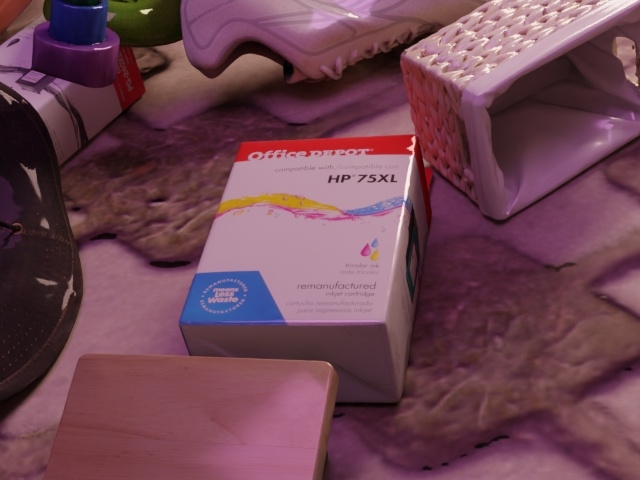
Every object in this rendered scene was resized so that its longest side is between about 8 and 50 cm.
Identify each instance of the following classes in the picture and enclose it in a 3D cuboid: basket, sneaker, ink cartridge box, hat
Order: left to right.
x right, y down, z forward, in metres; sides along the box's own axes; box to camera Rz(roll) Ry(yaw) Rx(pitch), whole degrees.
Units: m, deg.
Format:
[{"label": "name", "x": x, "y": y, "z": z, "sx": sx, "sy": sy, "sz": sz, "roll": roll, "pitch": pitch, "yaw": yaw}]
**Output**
[{"label": "hat", "x": -0.333, "y": -0.004, "z": 0.885, "sx": 0.134, "sy": 0.331, "sz": 0.331, "roll": -38, "pitch": 26, "yaw": 38}, {"label": "ink cartridge box", "x": -0.243, "y": -0.122, "z": 1.064, "sx": 0.109, "sy": 0.063, "sz": 0.150, "roll": 19, "pitch": 50, "yaw": 31}, {"label": "ink cartridge box", "x": 0.000, "y": 0.000, "z": 0.851, "sx": 0.134, "sy": 0.078, "sz": 0.231, "roll": -2, "pitch": 42, "yaw": 14}, {"label": "sneaker", "x": 0.023, "y": -0.188, "z": 1.050, "sx": 0.292, "sy": 0.110, "sz": 0.118, "roll": 0, "pitch": 81, "yaw": -2}, {"label": "basket", "x": 0.154, "y": -0.113, "z": 0.911, "sx": 0.167, "sy": 0.113, "sz": 0.103, "roll": -30, "pitch": 40, "yaw": -18}]

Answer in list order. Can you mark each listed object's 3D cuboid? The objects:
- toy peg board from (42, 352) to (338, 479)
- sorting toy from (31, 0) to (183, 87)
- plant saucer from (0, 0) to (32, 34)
[{"label": "toy peg board", "x": -0.072, "y": 0.156, "z": 0.716, "sx": 0.161, "sy": 0.079, "sz": 0.160, "roll": 0, "pitch": 59, "yaw": 18}, {"label": "sorting toy", "x": -0.162, "y": -0.251, "z": 1.067, "sx": 0.127, "sy": 0.126, "sz": 0.365, "roll": 12, "pitch": 28, "yaw": 2}, {"label": "plant saucer", "x": -0.264, "y": -0.261, "z": 1.161, "sx": 0.200, "sy": 0.037, "sz": 0.200, "roll": -43, "pitch": 19, "yaw": 19}]
